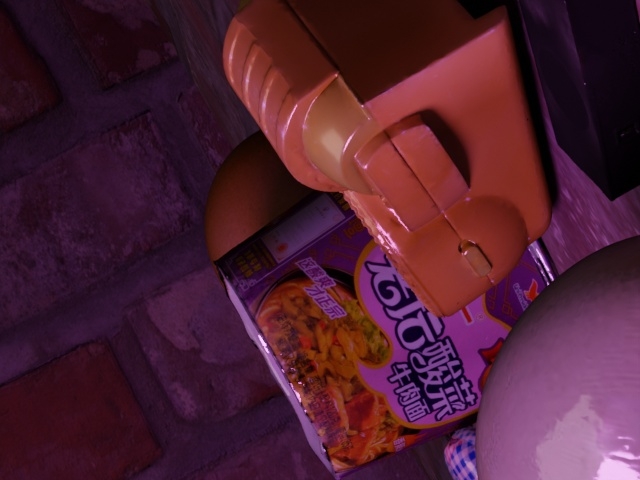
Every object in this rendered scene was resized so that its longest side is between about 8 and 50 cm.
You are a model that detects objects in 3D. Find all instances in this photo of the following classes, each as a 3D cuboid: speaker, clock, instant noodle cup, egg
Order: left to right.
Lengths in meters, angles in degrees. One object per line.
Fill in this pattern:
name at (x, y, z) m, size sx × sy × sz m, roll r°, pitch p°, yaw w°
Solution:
egg at (0.000, 0.000, 1.897) m, size 0.322 × 0.250 × 0.250 m, roll 57°, pitch 172°, yaw 44°
instant noodle cup at (0.064, 0.061, 1.617) m, size 0.339 × 0.266 × 0.340 m, roll 61°, pitch 174°, yaw 11°
clock at (0.072, -0.084, 1.326) m, size 0.317 × 0.200 × 0.244 m, roll 56°, pitch -177°, yaw -46°
speaker at (0.162, -0.129, 1.022) m, size 0.082 × 0.044 × 0.218 m, roll 55°, pitch 171°, yaw 45°
egg at (0.202, 0.112, 0.977) m, size 0.218 × 0.218 × 0.295 m, roll 57°, pitch 164°, yaw 34°

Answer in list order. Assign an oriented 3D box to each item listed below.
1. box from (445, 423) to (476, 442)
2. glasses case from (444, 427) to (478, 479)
box at (0.142, 0.123, 2.065) m, size 0.310 × 0.084 × 0.198 m, roll 59°, pitch 173°, yaw 27°
glasses case at (0.252, 0.278, 1.509) m, size 0.327 × 0.076 × 0.125 m, roll 33°, pitch 165°, yaw 23°
